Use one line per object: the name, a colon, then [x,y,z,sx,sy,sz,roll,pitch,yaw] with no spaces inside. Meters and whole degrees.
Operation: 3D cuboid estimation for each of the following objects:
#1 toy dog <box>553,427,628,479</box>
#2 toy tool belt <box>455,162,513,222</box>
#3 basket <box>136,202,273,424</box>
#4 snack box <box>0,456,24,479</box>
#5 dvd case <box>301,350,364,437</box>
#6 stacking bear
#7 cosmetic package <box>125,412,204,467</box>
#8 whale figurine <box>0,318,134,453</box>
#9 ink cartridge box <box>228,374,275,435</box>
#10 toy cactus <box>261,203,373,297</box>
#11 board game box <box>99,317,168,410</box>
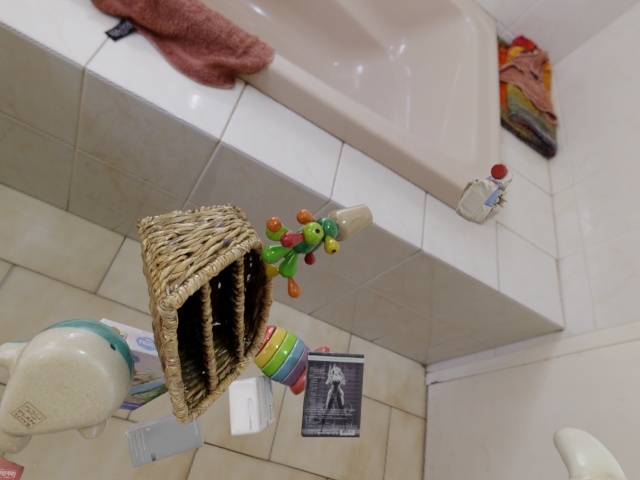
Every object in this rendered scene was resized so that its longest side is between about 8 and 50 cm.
toy dog: [0.290,0.462,0.466,0.284,0.408,0.395,-13,38,2]
toy tool belt: [0.213,-0.061,0.557,0.052,0.083,0.051,45,29,27]
basket: [-0.170,0.118,0.737,0.213,0.299,0.223,-11,39,-25]
snack box: [-0.286,0.143,0.292,0.064,0.178,0.022,-8,49,1]
dvd case: [0.035,0.420,1.192,0.164,0.018,0.221,7,80,-14]
stacking bear: [-0.146,0.329,1.351,0.289,0.175,0.164,37,60,-4]
cosmetic package: [-0.533,0.677,1.516,0.238,0.107,0.127,-13,85,-13]
whale figurine: [-0.440,0.241,0.733,0.216,0.272,0.141,51,10,-16]
ink cartridge box: [-0.203,0.487,1.311,0.086,0.203,0.148,-9,74,6]
toy cactus: [0.000,0.000,0.662,0.180,0.219,0.112,-24,76,-14]
board game box: [-0.524,0.341,1.143,0.318,0.318,0.066,34,31,-46]
